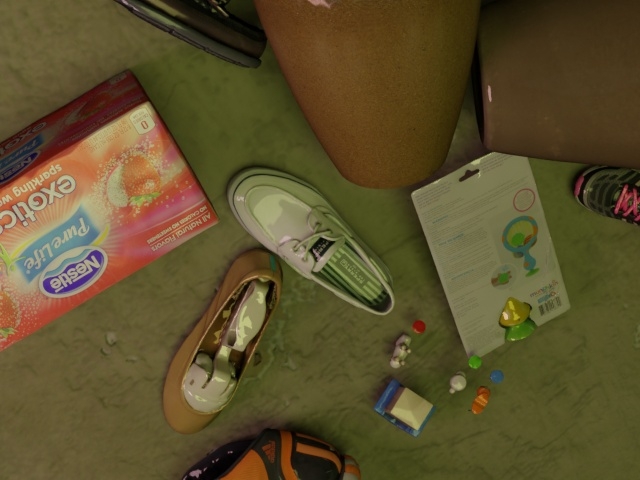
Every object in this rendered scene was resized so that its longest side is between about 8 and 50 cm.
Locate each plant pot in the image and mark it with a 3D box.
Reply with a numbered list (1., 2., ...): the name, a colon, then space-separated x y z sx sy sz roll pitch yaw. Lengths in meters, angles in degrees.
1. plant pot: 0.060 -0.188 1.546 0.237 0.237 0.254 -17 126 -9
2. plant pot: 0.275 -0.181 1.591 0.229 0.263 0.263 -5 111 2

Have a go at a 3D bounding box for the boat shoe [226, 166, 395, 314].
1. boat shoe: 0.000 0.000 1.658 0.226 0.076 0.083 34 97 -23

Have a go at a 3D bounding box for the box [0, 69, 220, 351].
1. box: -0.272 -0.021 1.542 0.300 0.142 0.154 -30 114 -3

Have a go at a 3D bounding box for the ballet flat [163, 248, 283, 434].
1. ballet flat: -0.108 0.118 1.673 0.080 0.073 0.232 20 103 -20

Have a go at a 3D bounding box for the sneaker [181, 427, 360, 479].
1. sneaker: -0.101 0.355 1.745 0.180 0.124 0.321 26 90 -17

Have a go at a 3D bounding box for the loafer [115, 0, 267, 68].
1. loafer: -0.174 -0.269 1.505 0.302 0.109 0.095 25 96 -18

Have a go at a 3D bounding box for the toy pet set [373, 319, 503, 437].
1. toy pet set: 0.124 0.167 1.760 0.122 0.065 0.114 34 82 -6

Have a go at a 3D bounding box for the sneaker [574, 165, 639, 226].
1. sneaker: 0.371 -0.039 1.745 0.170 0.075 0.063 17 103 -20

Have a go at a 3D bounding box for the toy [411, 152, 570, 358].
1. toy: 0.187 0.007 1.723 0.137 0.056 0.237 -27 118 -9
